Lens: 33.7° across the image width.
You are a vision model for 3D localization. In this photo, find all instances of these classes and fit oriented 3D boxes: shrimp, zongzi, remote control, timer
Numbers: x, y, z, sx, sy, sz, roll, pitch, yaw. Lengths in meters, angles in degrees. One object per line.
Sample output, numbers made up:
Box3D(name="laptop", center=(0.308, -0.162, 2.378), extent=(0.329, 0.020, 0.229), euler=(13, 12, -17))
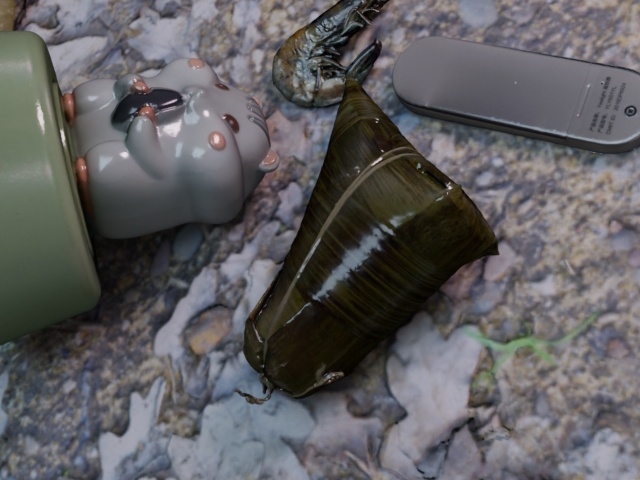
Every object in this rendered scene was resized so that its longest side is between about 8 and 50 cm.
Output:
Box3D(name="shrimp", center=(0.026, -0.191, 1.023), extent=(0.161, 0.034, 0.091), euler=(-42, 73, 10))
Box3D(name="zongzi", center=(0.000, 0.000, 0.931), extent=(0.248, 0.111, 0.241), euler=(-44, 43, 9))
Box3D(name="remote control", center=(0.177, -0.132, 0.941), extent=(0.245, 0.022, 0.077), euler=(16, 80, 26))
Box3D(name="timer", center=(-0.199, -0.071, 0.963), extent=(0.316, 0.290, 0.290), euler=(-13, 64, -8))

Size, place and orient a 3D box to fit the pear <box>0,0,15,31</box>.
Box3D(name="pear", center=(-0.478, -0.261, 1.157), extent=(0.178, 0.267, 0.266), euler=(20, 79, 45))
